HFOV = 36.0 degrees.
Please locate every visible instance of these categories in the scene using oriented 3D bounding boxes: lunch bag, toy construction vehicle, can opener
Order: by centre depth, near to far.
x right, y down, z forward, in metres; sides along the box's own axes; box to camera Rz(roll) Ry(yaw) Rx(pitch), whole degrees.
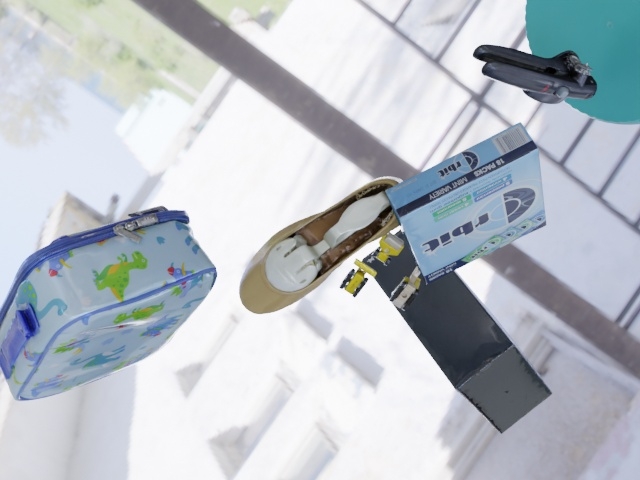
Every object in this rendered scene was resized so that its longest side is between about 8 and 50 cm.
[{"bbox_3d":[-0.205,0.062,0.899,0.090,0.176,0.219,60,143,13],"label":"lunch bag"},{"bbox_3d":[0.242,-0.184,1.103,0.186,0.073,0.059,3,-137,-43],"label":"can opener"},{"bbox_3d":[0.083,0.037,1.196,0.086,0.098,0.035,31,-154,-3],"label":"toy construction vehicle"}]

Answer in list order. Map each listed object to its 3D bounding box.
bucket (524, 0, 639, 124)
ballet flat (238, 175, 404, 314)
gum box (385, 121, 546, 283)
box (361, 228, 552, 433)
[{"bbox_3d":[0.401,-0.283,1.215,0.281,0.281,0.183,26,-141,38],"label":"bucket"},{"bbox_3d":[0.000,0.000,1.101,0.080,0.232,0.073,53,-179,5],"label":"ballet flat"},{"bbox_3d":[0.164,-0.035,1.072,0.041,0.157,0.184,64,-177,29],"label":"gum box"},{"bbox_3d":[0.191,0.120,1.389,0.184,0.103,0.261,42,-170,-49],"label":"box"}]
